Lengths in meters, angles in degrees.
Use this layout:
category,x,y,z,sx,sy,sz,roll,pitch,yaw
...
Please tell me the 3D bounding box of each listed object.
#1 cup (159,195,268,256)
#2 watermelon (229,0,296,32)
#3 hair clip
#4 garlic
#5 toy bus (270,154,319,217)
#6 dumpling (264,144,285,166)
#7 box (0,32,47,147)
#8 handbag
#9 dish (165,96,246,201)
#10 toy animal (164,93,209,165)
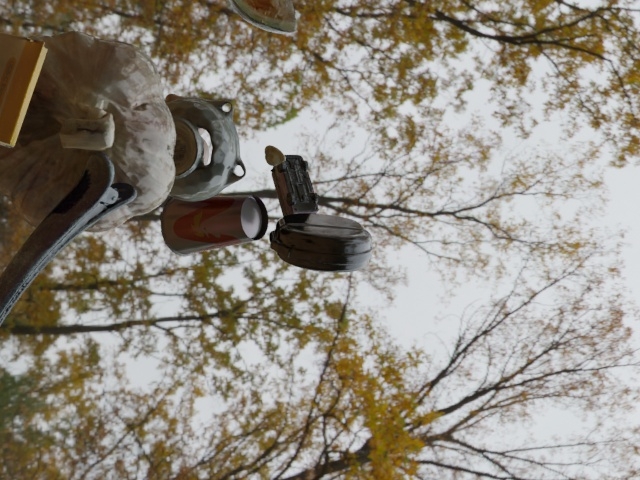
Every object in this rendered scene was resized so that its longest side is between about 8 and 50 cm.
category,x,y,z,sx,sy,sz,roll,pitch,yaw
cup,-0.313,-0.057,1.773,0.288,0.203,0.203,-4,-95,30
watermelon,-0.189,-0.662,1.460,0.188,0.175,0.321,7,-72,63
hair clip,-0.331,0.018,0.693,0.048,0.083,0.275,32,-107,18
garlic,-0.373,-0.163,0.900,0.322,0.241,0.322,-1,-94,7
toy bus,-0.080,-0.154,1.755,0.108,0.096,0.199,-47,-126,53
dumpling,-0.130,-0.234,1.607,0.077,0.043,0.059,36,-32,63
box,-0.426,-0.192,0.711,0.247,0.033,0.129,18,-92,25
handbag,0.000,-0.001,1.463,0.308,0.254,0.093,-116,-148,-75
dish,-0.349,-0.233,1.493,0.303,0.120,0.303,2,-84,14
toy animal,-0.426,-0.302,1.749,0.210,0.221,0.229,-19,-62,45
